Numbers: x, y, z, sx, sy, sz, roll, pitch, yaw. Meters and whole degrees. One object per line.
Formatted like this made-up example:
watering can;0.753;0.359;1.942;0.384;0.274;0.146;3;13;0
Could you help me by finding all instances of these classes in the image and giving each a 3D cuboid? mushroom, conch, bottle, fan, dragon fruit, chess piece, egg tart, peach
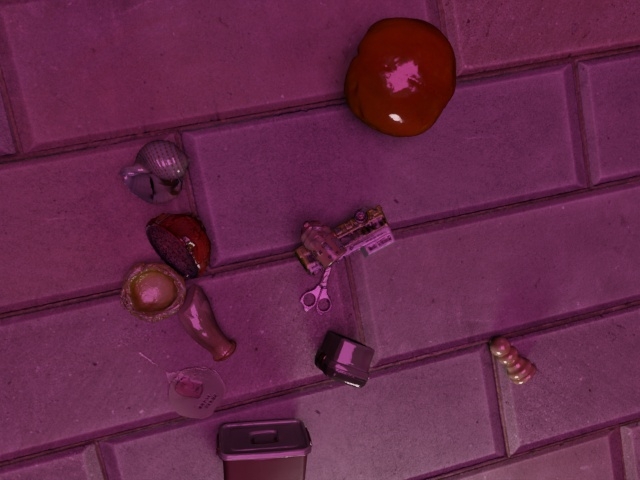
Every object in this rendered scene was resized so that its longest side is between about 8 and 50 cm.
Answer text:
mushroom;-0.359;0.261;1.772;0.096;0.108;0.246;-25;100;34
conch;-0.471;-0.209;1.683;0.200;0.131;0.172;-2;126;16
bottle;-0.001;0.001;1.701;0.099;0.099;0.152;-38;86;-5
fan;-0.446;0.440;1.816;0.310;0.010;0.182;37;89;-13
dragon fruit;-0.390;-0.010;1.702;0.219;0.223;0.148;31;56;22
chess piece;0.652;0.401;1.984;0.094;0.094;0.170;-40;94;-4
egg tart;-0.496;0.151;1.734;0.197;0.078;0.196;0;99;-2
peach;0.243;-0.474;1.690;0.302;0.343;0.342;27;91;5

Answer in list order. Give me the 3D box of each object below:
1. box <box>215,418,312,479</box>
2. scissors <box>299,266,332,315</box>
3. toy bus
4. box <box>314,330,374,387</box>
box;-0.178;0.683;1.805;0.294;0.193;0.167;-1;102;-11
scissors;0.009;0.136;1.862;0.111;0.021;0.212;19;92;-9
toy bus;0.076;0.010;1.804;0.302;0.113;0.139;-27;83;-6
box;0.075;0.369;1.807;0.148;0.210;0.129;22;84;-12
